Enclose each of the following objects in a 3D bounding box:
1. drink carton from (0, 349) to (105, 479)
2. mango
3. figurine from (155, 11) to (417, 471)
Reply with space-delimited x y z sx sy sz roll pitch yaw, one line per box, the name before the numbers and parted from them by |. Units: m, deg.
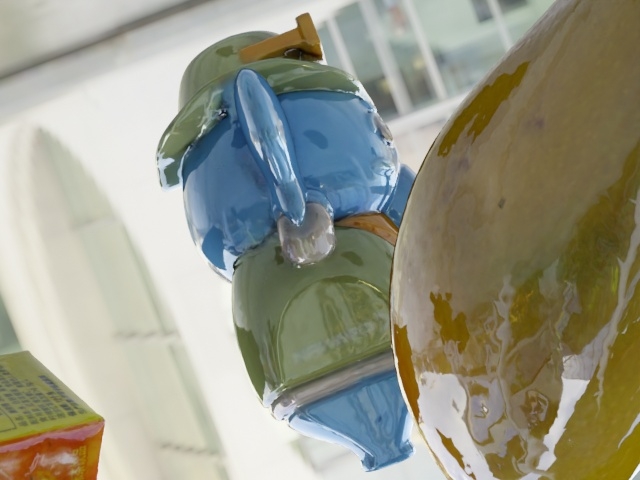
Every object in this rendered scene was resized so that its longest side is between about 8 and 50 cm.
drink carton | -0.320 0.185 1.262 0.351 0.155 0.111 -10 -151 -38
mango | 0.098 -0.014 0.719 0.113 0.253 0.138 5 -150 -29
figurine | -0.004 0.001 1.153 0.154 0.262 0.180 -21 180 28
